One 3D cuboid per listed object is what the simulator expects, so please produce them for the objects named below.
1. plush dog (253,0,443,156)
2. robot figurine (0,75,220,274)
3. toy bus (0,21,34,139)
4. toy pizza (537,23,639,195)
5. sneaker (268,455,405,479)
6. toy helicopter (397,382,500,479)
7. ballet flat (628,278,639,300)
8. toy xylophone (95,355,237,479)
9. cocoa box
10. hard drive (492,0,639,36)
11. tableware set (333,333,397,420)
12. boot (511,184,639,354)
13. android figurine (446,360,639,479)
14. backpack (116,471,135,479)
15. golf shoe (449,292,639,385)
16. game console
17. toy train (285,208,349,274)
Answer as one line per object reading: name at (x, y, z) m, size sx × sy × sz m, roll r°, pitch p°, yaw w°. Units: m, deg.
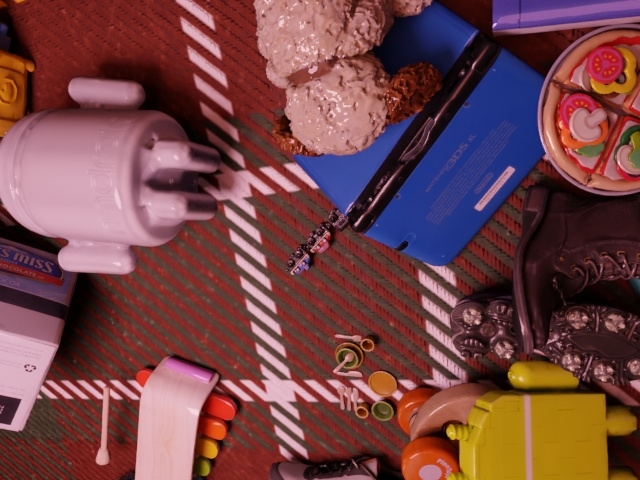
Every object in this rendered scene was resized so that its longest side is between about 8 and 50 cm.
plush dog at (0.013, -0.215, 0.678) m, size 0.262 × 0.210 × 0.226 m, roll -15°, pitch 99°, yaw 34°
robot figurine at (-0.332, -0.099, 0.858) m, size 0.353 × 0.200 × 0.300 m, roll 4°, pitch 89°, yaw 17°
toy bus at (-0.589, -0.284, 0.921) m, size 0.220 × 0.149 × 0.212 m, roll 17°, pitch 99°, yaw 15°
toy pizza at (0.359, -0.153, 0.668) m, size 0.201 × 0.032 × 0.201 m, roll 0°, pitch 99°, yaw -2°
sneaker at (0.044, 0.415, 0.974) m, size 0.271 × 0.100 × 0.108 m, roll 7°, pitch 96°, yaw 12°
toy helicopter at (0.287, 0.356, 0.870) m, size 0.234 × 0.140 × 0.355 m, roll -29°, pitch 108°, yaw 15°
ballet flat at (0.468, 0.105, 0.737) m, size 0.077 × 0.077 × 0.231 m, roll -23°, pitch 98°, yaw 6°
toy xylophone at (-0.298, 0.366, 1.068) m, size 0.236 × 0.081 × 0.323 m, roll 23°, pitch 113°, yaw 10°
cocoa box at (-0.622, 0.128, 0.941) m, size 0.347 × 0.228 × 0.231 m, roll 22°, pitch 118°, yaw -25°
hard drive at (0.352, -0.346, 0.610) m, size 0.318 × 0.040 × 0.210 m, roll 0°, pitch 91°, yaw 18°
tableware set at (0.073, 0.227, 0.931) m, size 0.103 × 0.024 × 0.154 m, roll 2°, pitch 108°, yaw 17°
boot at (0.351, 0.026, 0.665) m, size 0.228 × 0.263 × 0.091 m, roll 7°, pitch 147°, yaw 22°
android figurine at (0.300, 0.289, 0.767) m, size 0.272 × 0.056 × 0.248 m, roll 1°, pitch 84°, yaw -11°
backpack at (-0.403, 0.546, 1.161) m, size 0.114 × 0.084 × 0.105 m, roll -41°, pitch 91°, yaw 20°
golf shoe at (0.315, 0.113, 0.765) m, size 0.272 × 0.120 × 0.105 m, roll 9°, pitch 106°, yaw 14°
game console at (0.142, -0.150, 0.781) m, size 0.250 × 0.173 × 0.293 m, roll 23°, pitch 118°, yaw -25°
toy train at (0.000, 0.000, 0.879) m, size 0.036 × 0.027 × 0.158 m, roll 39°, pitch 115°, yaw -9°
